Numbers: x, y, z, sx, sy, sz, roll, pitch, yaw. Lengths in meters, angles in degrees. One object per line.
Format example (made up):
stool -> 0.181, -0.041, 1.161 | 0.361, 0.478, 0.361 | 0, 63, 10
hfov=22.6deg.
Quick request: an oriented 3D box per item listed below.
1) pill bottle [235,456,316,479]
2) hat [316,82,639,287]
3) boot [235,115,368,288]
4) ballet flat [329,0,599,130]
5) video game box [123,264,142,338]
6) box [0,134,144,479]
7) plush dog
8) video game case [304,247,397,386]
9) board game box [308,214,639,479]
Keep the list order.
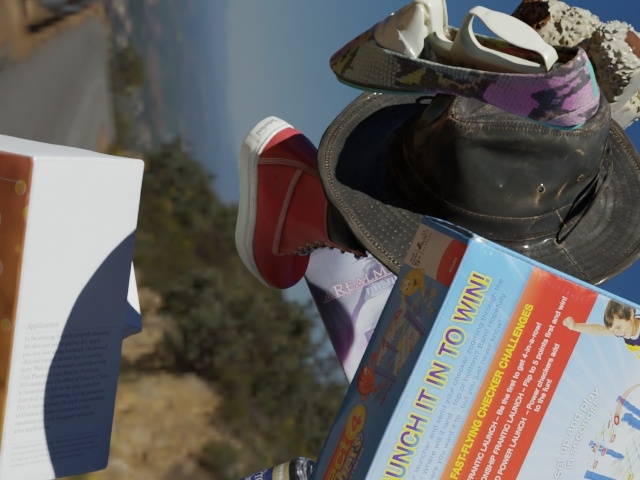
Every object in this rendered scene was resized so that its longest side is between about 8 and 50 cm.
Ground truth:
pill bottle -> -0.055, 0.410, 2.489 | 0.123, 0.219, 0.122 | -22, 90, -77
hat -> 0.170, -0.091, 1.452 | 0.134, 0.331, 0.331 | 107, -18, -49
boot -> 0.000, 0.000, 1.694 | 0.176, 0.088, 0.244 | 34, -30, 24
ballet flat -> 0.106, -0.142, 1.197 | 0.077, 0.222, 0.079 | -46, 141, -40
video game box -> -0.318, 0.054, 2.018 | 0.048, 0.187, 0.205 | 26, 44, -52
box -> -0.340, 0.066, 1.723 | 0.168, 0.215, 0.345 | -1, 100, -54
plush dog -> 0.375, -0.263, 2.355 | 0.225, 0.210, 0.262 | 54, 21, 22
video game case -> 0.102, 0.074, 1.758 | 0.026, 0.196, 0.274 | 65, 1, -51
board game box -> 0.157, 0.178, 1.196 | 0.308, 0.302, 0.086 | -66, -157, 3
